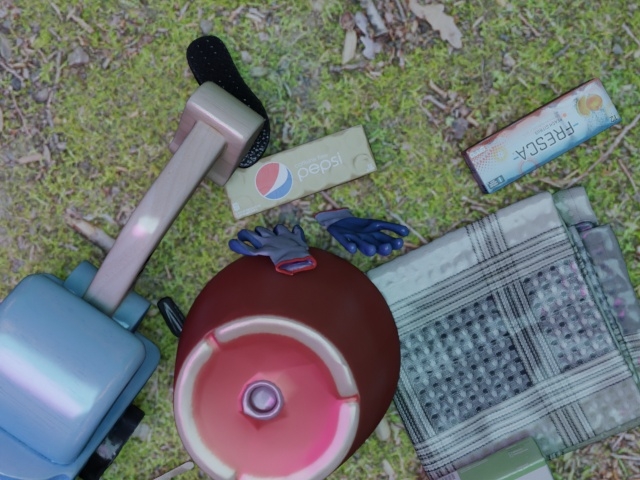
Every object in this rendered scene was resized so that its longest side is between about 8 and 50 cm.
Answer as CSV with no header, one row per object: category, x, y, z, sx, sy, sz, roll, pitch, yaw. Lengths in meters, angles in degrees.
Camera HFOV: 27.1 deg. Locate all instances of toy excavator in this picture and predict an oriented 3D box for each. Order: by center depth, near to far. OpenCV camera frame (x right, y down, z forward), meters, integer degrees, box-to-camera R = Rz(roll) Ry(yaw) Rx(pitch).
toy excavator,-0.246,0.080,1.456,0.222,0.433,0.445,36,131,-2

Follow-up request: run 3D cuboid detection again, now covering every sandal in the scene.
sandal,-0.108,-0.163,1.580,0.067,0.040,0.179,-21,69,-7

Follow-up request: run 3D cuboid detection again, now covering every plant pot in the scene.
plant pot,-0.047,0.154,1.469,0.275,0.243,0.274,1,97,5

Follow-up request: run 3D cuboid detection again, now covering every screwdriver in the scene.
screwdriver,-0.149,0.142,1.612,0.024,0.025,0.170,-31,101,0

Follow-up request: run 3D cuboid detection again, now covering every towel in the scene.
towel,0.233,0.123,1.595,0.324,0.056,0.312,-23,92,-1

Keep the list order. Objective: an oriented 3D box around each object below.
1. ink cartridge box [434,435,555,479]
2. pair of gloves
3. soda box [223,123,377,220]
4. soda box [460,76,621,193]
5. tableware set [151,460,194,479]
ink cartridge box,0.224,0.369,1.602,0.171,0.056,0.235,-26,118,1
pair of gloves,0.000,0.000,1.527,0.198,0.159,0.023,-10,110,-20
soda box,-0.026,-0.081,1.583,0.181,0.058,0.061,-19,92,0
soda box,0.263,-0.124,1.585,0.183,0.058,0.063,-29,92,1
tableware set,-0.210,0.364,1.586,0.194,0.039,0.128,-27,91,0
